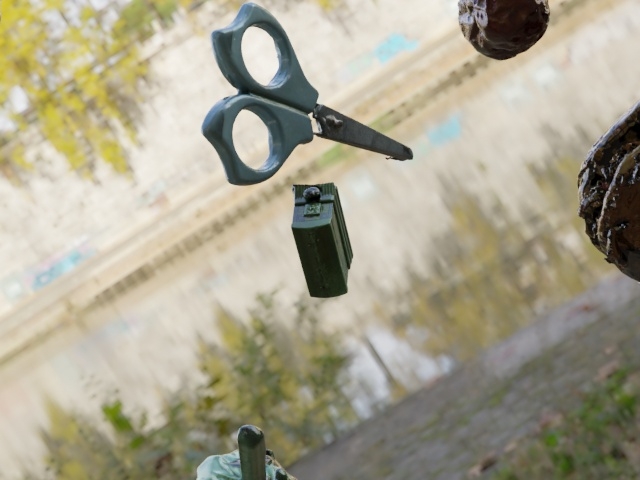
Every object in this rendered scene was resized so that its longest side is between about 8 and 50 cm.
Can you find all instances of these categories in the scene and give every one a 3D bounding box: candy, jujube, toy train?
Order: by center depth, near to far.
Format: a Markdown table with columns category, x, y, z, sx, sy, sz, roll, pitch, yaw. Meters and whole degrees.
| category | x | y | z | sx | sy | sz | roll | pitch | yaw |
| --- | --- | --- | --- | --- | --- | --- | --- | --- | --- |
| candy | -0.041 | 0.137 | 0.770 | 0.083 | 0.091 | 0.305 | -24 | -19 | -11 |
| toy train | 0.000 | 0.000 | 1.098 | 0.038 | 0.093 | 0.056 | -5 | 41 | 11 |
| jujube | 0.151 | -0.189 | 1.143 | 0.077 | 0.077 | 0.129 | -32 | 2 | 7 |

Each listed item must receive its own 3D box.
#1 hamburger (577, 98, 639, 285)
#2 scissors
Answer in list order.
| category | x | y | z | sx | sy | sz | roll | pitch | yaw |
| --- | --- | --- | --- | --- | --- | --- | --- | --- | --- |
| hamburger | 0.340 | -0.050 | 1.206 | 0.231 | 0.231 | 0.107 | -31 | 44 | 15 |
| scissors | -0.002 | -0.129 | 1.505 | 0.029 | 0.191 | 0.360 | -3 | -11 | 36 |
